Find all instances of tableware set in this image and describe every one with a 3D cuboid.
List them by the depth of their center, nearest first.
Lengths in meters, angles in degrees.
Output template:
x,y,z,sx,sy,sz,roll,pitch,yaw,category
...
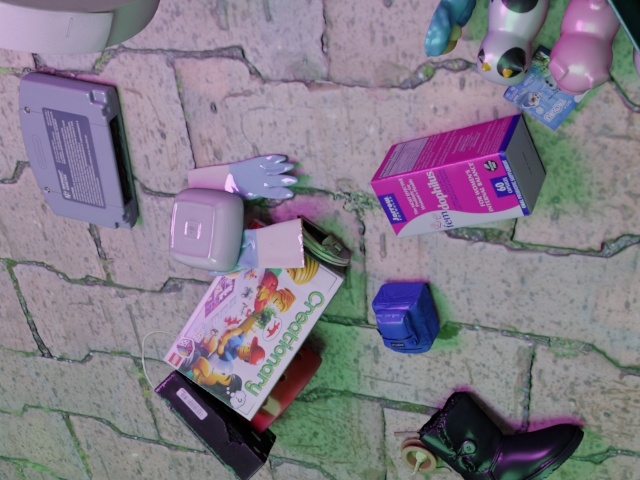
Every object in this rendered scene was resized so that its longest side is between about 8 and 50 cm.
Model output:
x,y,z,sx,sy,sz,roll,pitch,yaw,category
0.243,0.432,1.775,0.194,0.039,0.128,-14,118,34,tableware set

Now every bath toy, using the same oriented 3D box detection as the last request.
x,y,z,sx,sy,sz,roll,pitch,yaw,category
0.315,-0.250,1.130,0.348,0.129,0.151,15,128,15,bath toy

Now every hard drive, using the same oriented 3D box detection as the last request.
x,y,z,sx,sy,sz,roll,pitch,yaw,category
-0.196,0.343,1.738,0.064,0.339,0.237,-44,87,-2,hard drive

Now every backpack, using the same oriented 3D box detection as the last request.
x,y,z,sx,sy,sz,roll,pitch,yaw,category
0.146,0.145,1.555,0.098,0.101,0.120,1,130,34,backpack

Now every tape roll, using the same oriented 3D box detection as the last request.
x,y,z,sx,sy,sz,roll,pitch,yaw,category
-0.396,-0.397,1.194,0.392,0.392,0.072,31,133,1,tape roll

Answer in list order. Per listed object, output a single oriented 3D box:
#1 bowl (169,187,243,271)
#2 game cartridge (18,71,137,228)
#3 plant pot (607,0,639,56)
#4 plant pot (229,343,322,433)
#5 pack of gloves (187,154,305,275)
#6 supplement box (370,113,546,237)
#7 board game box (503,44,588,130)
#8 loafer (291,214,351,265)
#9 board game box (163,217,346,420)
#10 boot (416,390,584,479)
x,y,z,sx,sy,sz,roll,pitch,yaw,category
-0.205,-0.018,1.537,0.142,0.053,0.142,10,96,30,bowl
-0.447,-0.163,1.637,0.198,0.062,0.297,16,132,20,game cartridge
0.415,-0.311,0.961,0.166,0.234,0.165,-24,112,37,plant pot
-0.119,0.245,1.711,0.174,0.191,0.191,41,133,3,plant pot
-0.120,-0.041,1.542,0.232,0.046,0.195,-7,87,32,pack of gloves
0.203,-0.092,1.328,0.220,0.114,0.111,-11,121,35,supplement box
0.315,-0.210,1.238,0.090,0.020,0.090,32,133,-1,board game box
0.000,0.000,1.551,0.125,0.045,0.039,30,127,6,loafer
-0.117,0.139,1.586,0.193,0.053,0.305,33,96,5,board game box
0.322,0.355,1.631,0.246,0.094,0.207,-43,86,22,boot
